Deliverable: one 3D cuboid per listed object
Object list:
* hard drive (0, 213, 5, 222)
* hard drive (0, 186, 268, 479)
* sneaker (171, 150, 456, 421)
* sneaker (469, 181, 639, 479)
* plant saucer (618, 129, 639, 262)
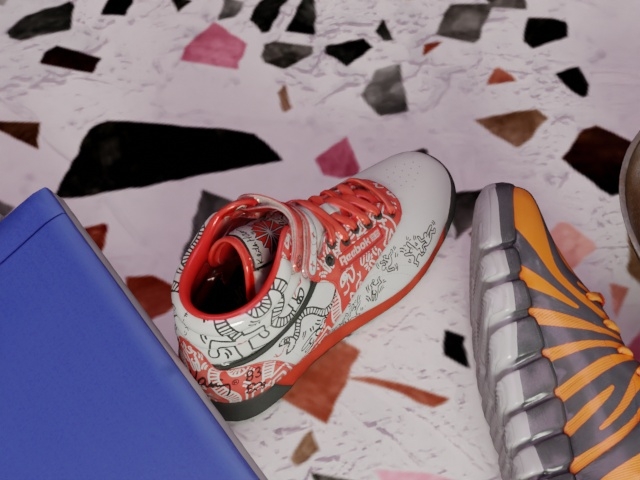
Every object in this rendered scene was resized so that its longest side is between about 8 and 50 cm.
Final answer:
[{"bbox_3d":[-0.321,0.014,1.428,0.094,0.022,0.135,28,64,24],"label":"hard drive"},{"bbox_3d":[-0.187,0.139,1.275,0.210,0.040,0.319,-42,58,3],"label":"hard drive"},{"bbox_3d":[0.000,0.001,1.317,0.090,0.145,0.270,35,67,27],"label":"sneaker"},{"bbox_3d":[0.204,0.101,1.250,0.180,0.124,0.321,-9,66,-3],"label":"sneaker"},{"bbox_3d":[0.353,0.008,1.278,0.310,0.050,0.310,7,45,-7],"label":"plant saucer"}]
